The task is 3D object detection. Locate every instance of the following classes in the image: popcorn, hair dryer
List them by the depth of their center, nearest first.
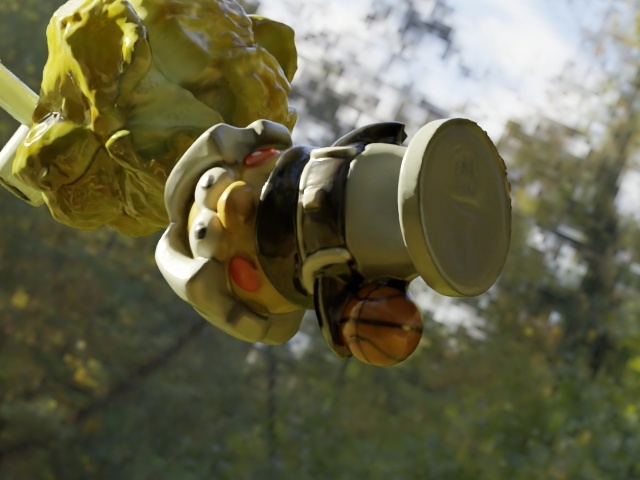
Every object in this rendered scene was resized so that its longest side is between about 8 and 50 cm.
[{"bbox_3d":[-0.156,-0.113,1.831,0.276,0.276,0.225,18,15,41],"label":"popcorn"},{"bbox_3d":[-0.336,-0.153,1.966,0.236,0.131,0.073,43,-14,-28],"label":"hair dryer"}]

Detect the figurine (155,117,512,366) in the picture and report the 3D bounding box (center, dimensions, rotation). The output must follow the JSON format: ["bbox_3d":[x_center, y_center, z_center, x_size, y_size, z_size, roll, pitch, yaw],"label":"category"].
[{"bbox_3d":[0.000,0.000,1.305,0.236,0.176,0.133,-3,-22,35],"label":"figurine"}]
